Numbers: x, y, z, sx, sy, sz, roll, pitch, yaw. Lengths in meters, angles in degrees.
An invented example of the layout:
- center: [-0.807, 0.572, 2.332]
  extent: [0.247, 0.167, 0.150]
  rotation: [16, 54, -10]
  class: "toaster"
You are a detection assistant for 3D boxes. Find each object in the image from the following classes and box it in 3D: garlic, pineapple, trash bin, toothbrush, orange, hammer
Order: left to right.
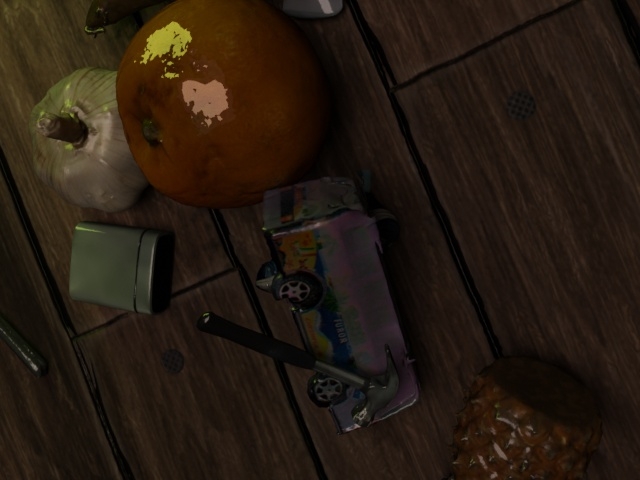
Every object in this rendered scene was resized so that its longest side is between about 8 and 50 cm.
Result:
- center: [-0.509, 0.094, 1.397]
  extent: [0.297, 0.031, 0.030]
  rotation: [44, 133, 9]
  class: "toothbrush"
- center: [-0.311, -0.128, 1.205]
  extent: [0.199, 0.226, 0.199]
  rotation: [1, 94, 14]
  class: "garlic"
- center: [-0.274, 0.036, 1.293]
  extent: [0.130, 0.059, 0.116]
  rotation: [8, 96, 20]
  class: "trash bin"
- center: [-0.112, -0.166, 1.114]
  extent: [0.261, 0.261, 0.260]
  rotation: [2, 95, 19]
  class: "orange"
- center: [-0.021, 0.128, 1.051]
  extent: [0.246, 0.029, 0.103]
  rotation: [26, 115, -20]
  class: "hammer"
- center: [0.201, 0.309, 1.115]
  extent: [0.169, 0.169, 0.340]
  rotation: [26, 113, 15]
  class: "pineapple"

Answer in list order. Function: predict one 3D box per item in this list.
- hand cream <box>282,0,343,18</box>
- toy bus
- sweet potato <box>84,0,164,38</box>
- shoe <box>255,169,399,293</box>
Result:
- center: [-0.006, -0.405, 1.167]
  extent: [0.080, 0.048, 0.255]
  rotation: [6, 99, 24]
  class: "hand cream"
- center: [0.027, 0.080, 1.103]
  extent: [0.138, 0.112, 0.316]
  rotation: [-15, 123, 7]
  class: "toy bus"
- center: [-0.132, -0.356, 1.152]
  extent: [0.423, 0.130, 0.130]
  rotation: [-10, 91, 32]
  class: "sweet potato"
- center: [0.000, 0.000, 1.187]
  extent: [0.207, 0.091, 0.106]
  rotation: [-37, 63, 22]
  class: "shoe"
